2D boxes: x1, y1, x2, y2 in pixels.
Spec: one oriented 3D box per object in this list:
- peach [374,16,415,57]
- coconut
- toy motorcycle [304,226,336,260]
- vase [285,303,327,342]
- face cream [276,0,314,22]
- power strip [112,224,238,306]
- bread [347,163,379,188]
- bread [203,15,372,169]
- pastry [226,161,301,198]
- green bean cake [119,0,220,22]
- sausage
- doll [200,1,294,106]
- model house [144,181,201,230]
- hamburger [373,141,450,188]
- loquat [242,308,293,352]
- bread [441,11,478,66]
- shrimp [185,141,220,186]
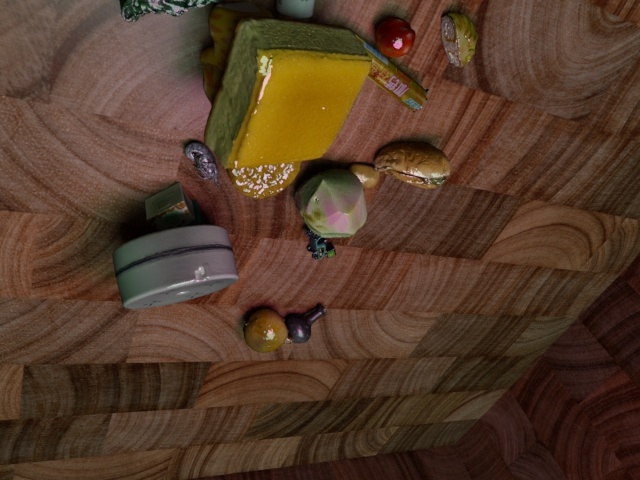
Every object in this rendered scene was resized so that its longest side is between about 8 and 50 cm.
[{"bbox_3d":[0.191,-0.523,1.320,0.100,0.101,0.101,-12,135,-13],"label":"peach"},{"bbox_3d":[0.036,-0.115,1.561,0.204,0.236,0.236,-38,137,-10],"label":"coconut"},{"bbox_3d":[0.000,0.000,1.762,0.100,0.058,0.173,-24,138,-11],"label":"toy motorcycle"},{"bbox_3d":[-0.054,0.322,2.011,0.182,0.120,0.120,-35,137,-10],"label":"vase"},{"bbox_3d":[-0.052,-0.579,1.166,0.092,0.092,0.312,-5,134,-19],"label":"face cream"},{"bbox_3d":[-0.421,0.081,1.480,0.357,0.162,0.357,-16,170,-3],"label":"power strip"},{"bbox_3d":[0.136,-0.200,1.631,0.115,0.056,0.082,6,127,-29],"label":"bread"},{"bbox_3d":[-0.077,-0.325,1.166,0.332,0.143,0.324,-14,148,-42],"label":"bread"},{"bbox_3d":[-0.154,-0.234,1.416,0.234,0.132,0.240,-19,136,-6],"label":"pastry"},{"bbox_3d":[-0.306,-0.541,1.080,0.208,0.107,0.194,6,127,-30],"label":"green bean cake"},{"bbox_3d":[0.151,-0.467,1.371,0.371,0.082,0.082,23,119,-37],"label":"sausage"},{"bbox_3d":[-0.191,-0.426,1.198,0.166,0.162,0.270,-30,161,-43],"label":"doll"},{"bbox_3d":[-0.417,-0.069,1.481,0.126,0.101,0.149,-26,138,2],"label":"model house"},{"bbox_3d":[0.286,-0.245,1.593,0.207,0.155,0.136,11,104,-22],"label":"hamburger"},{"bbox_3d":[-0.197,0.342,1.922,0.204,0.149,0.172,19,117,-9],"label":"loquat"},{"bbox_3d":[0.388,-0.551,1.402,0.094,0.083,0.157,-27,137,-16],"label":"bread"},{"bbox_3d":[-0.320,-0.205,1.427,0.065,0.056,0.165,-32,128,-14],"label":"shrimp"}]
